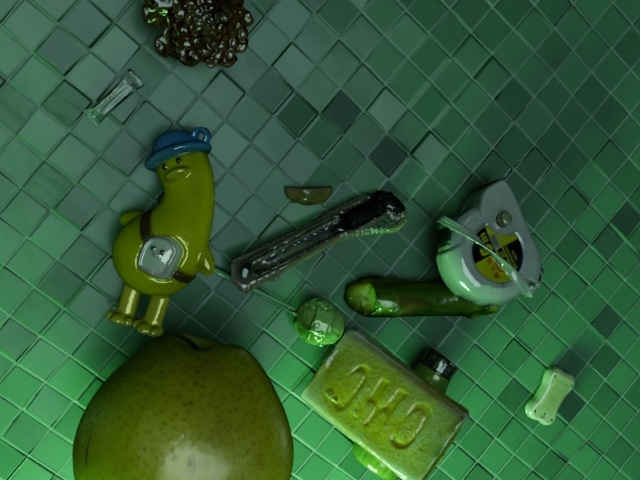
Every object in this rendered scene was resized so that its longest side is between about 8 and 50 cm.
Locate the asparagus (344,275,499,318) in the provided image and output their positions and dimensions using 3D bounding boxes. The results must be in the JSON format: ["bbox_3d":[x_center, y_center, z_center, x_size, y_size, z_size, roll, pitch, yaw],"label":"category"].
[{"bbox_3d":[0.218,0.115,1.638,0.343,0.085,0.082,4,76,-15],"label":"asparagus"}]

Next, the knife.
[{"bbox_3d":[0.001,-0.002,1.540,0.365,0.043,0.089,-25,78,-16],"label":"knife"}]

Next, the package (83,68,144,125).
[{"bbox_3d":[-0.352,-0.242,1.429,0.110,0.015,0.037,-44,108,-6],"label":"package"}]

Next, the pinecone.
[{"bbox_3d":[-0.205,-0.371,1.364,0.150,0.195,0.179,-37,137,29],"label":"pinecone"}]

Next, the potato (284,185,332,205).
[{"bbox_3d":[-0.017,-0.081,1.550,0.093,0.036,0.037,-1,98,-17],"label":"potato"}]

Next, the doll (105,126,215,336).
[{"bbox_3d":[-0.253,-0.020,1.432,0.199,0.145,0.363,19,92,14],"label":"doll"}]

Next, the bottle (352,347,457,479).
[{"bbox_3d":[0.172,0.335,1.648,0.112,0.112,0.260,33,90,-20],"label":"bottle"}]

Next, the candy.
[{"bbox_3d":[-0.107,0.099,1.543,0.336,0.092,0.093,27,49,-12],"label":"candy"}]

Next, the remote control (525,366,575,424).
[{"bbox_3d":[0.487,0.329,1.783,0.074,0.032,0.122,30,92,-20],"label":"remote control"}]

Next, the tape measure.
[{"bbox_3d":[0.315,0.023,1.597,0.197,0.120,0.236,-25,90,-22],"label":"tape measure"}]

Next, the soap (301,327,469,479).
[{"bbox_3d":[0.119,0.309,1.564,0.274,0.089,0.173,35,90,20],"label":"soap"}]

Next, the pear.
[{"bbox_3d":[-0.227,0.364,1.407,0.362,0.362,0.418,14,94,-19],"label":"pear"}]
